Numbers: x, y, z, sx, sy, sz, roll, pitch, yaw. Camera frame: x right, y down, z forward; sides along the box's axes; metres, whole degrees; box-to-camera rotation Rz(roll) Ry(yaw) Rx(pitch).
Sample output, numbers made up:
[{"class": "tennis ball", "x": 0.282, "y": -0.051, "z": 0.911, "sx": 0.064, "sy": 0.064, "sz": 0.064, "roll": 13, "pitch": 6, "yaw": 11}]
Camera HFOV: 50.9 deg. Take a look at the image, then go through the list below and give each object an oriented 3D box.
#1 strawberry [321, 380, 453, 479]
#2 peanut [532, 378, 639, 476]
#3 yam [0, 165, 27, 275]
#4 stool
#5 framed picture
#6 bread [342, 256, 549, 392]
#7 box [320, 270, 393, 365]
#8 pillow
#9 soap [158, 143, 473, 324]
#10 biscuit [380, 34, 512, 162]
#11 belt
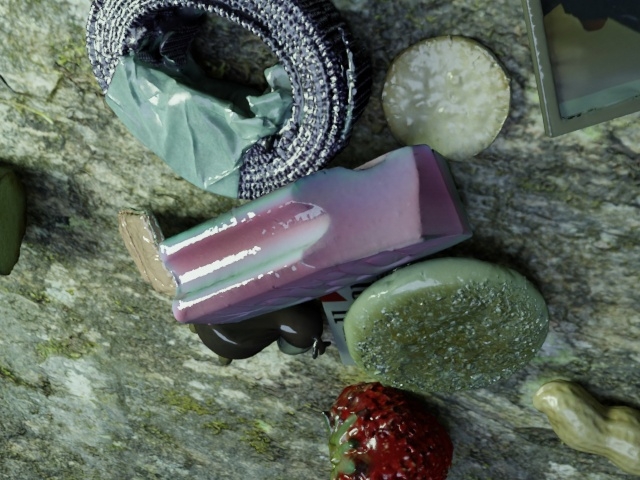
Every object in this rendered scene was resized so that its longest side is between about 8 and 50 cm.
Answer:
[{"class": "strawberry", "x": 0.101, "y": 0.303, "z": 0.971, "sx": 0.201, "sy": 0.187, "sz": 0.185, "roll": 6, "pitch": 102, "yaw": -15}, {"class": "peanut", "x": 0.366, "y": 0.244, "z": 0.883, "sx": 0.187, "sy": 0.082, "sz": 0.082, "roll": 25, "pitch": 126, "yaw": 6}, {"class": "yam", "x": -0.569, "y": -0.057, "z": 0.997, "sx": 0.304, "sy": 0.168, "sz": 0.168, "roll": 15, "pitch": 125, "yaw": 11}, {"class": "stool", "x": -0.092, "y": 0.114, "z": 0.957, "sx": 0.217, "sy": 0.125, "sz": 0.121, "roll": 18, "pitch": 146, "yaw": -13}, {"class": "framed picture", "x": 0.316, "y": -0.219, "z": 0.598, "sx": 0.265, "sy": 0.018, "sz": 0.192, "roll": -17, "pitch": 113, "yaw": 9}, {"class": "bread", "x": 0.157, "y": 0.121, "z": 0.857, "sx": 0.266, "sy": 0.041, "sz": 0.267, "roll": 1, "pitch": 135, "yaw": 1}, {"class": "box", "x": 0.063, "y": 0.094, "z": 0.928, "sx": 0.115, "sy": 0.036, "sz": 0.178, "roll": -5, "pitch": 119, "yaw": 23}, {"class": "pillow", "x": -0.230, "y": 0.013, "z": 0.903, "sx": 0.232, "sy": 0.043, "sz": 0.126, "roll": 6, "pitch": 120, "yaw": 67}, {"class": "soap", "x": 0.000, "y": 0.000, "z": 0.787, "sx": 0.323, "sy": 0.192, "sz": 0.109, "roll": -23, "pitch": 76, "yaw": 22}, {"class": "biscuit", "x": 0.138, "y": -0.155, "z": 0.753, "sx": 0.151, "sy": 0.020, "sz": 0.152, "roll": 9, "pitch": 123, "yaw": 15}, {"class": "belt", "x": -0.109, "y": -0.190, "z": 0.766, "sx": 0.324, "sy": 0.122, "sz": 0.260, "roll": 28, "pitch": 122, "yaw": 4}]
